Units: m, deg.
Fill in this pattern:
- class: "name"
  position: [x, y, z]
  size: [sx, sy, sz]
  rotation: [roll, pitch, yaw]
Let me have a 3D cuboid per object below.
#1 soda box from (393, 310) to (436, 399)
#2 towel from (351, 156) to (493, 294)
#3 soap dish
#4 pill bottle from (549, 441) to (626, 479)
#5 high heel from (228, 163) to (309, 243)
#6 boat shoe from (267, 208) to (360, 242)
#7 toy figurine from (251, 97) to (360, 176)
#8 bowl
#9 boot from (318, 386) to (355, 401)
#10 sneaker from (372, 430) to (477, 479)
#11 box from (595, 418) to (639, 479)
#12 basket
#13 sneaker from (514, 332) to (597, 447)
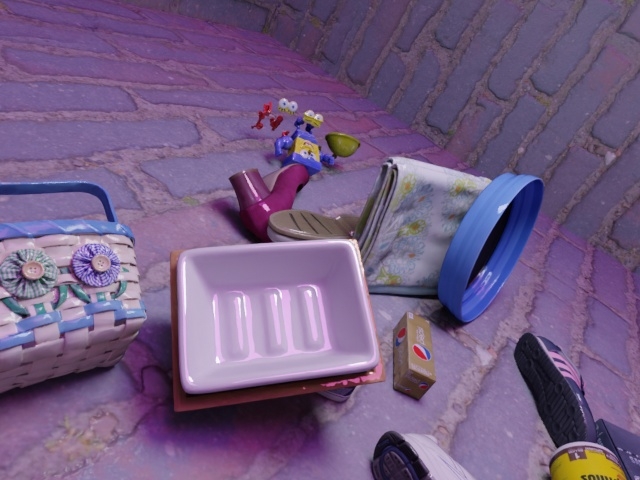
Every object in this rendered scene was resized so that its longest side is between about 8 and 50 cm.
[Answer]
- class: "soda box"
  position: [0.186, 0.226, 0.943]
  size: [0.058, 0.061, 0.181]
  rotation: [26, 28, -5]
- class: "towel"
  position: [0.239, -0.019, 1.117]
  size: [0.374, 0.320, 0.090]
  rotation: [5, 28, -36]
- class: "soap dish"
  position: [-0.068, 0.119, 0.698]
  size: [0.291, 0.118, 0.229]
  rotation: [-4, 64, -14]
- class: "pill bottle"
  position: [0.453, 0.448, 0.761]
  size: [0.117, 0.117, 0.215]
  rotation: [28, 29, -1]
- class: "high heel"
  position: [-0.100, -0.094, 1.212]
  size: [0.377, 0.127, 0.181]
  rotation: [-25, 91, -63]
- class: "boat shoe"
  position: [0.000, 0.000, 1.098]
  size: [0.302, 0.103, 0.113]
  rotation: [4, 37, -39]
- class: "toy figurine"
  position: [-0.048, -0.266, 1.508]
  size: [0.363, 0.191, 0.217]
  rotation: [18, 60, -32]
- class: "bowl"
  position: [0.420, 0.015, 1.162]
  size: [0.077, 0.391, 0.391]
  rotation: [30, 26, 32]
- class: "boot"
  position: [-0.018, 0.199, 0.781]
  size: [0.190, 0.086, 0.069]
  rotation: [21, 30, -13]
- class: "sneaker"
  position: [0.204, 0.390, 0.656]
  size: [0.129, 0.111, 0.297]
  rotation: [8, 36, -43]
- class: "box"
  position: [0.680, 0.491, 0.952]
  size: [0.233, 0.059, 0.183]
  rotation: [27, 27, -4]
- class: "basket"
  position: [-0.369, 0.033, 0.620]
  size: [0.255, 0.201, 0.289]
  rotation: [-10, 56, -47]
- class: "sneaker"
  position: [0.548, 0.333, 1.037]
  size: [0.131, 0.112, 0.319]
  rotation: [20, 31, -9]
